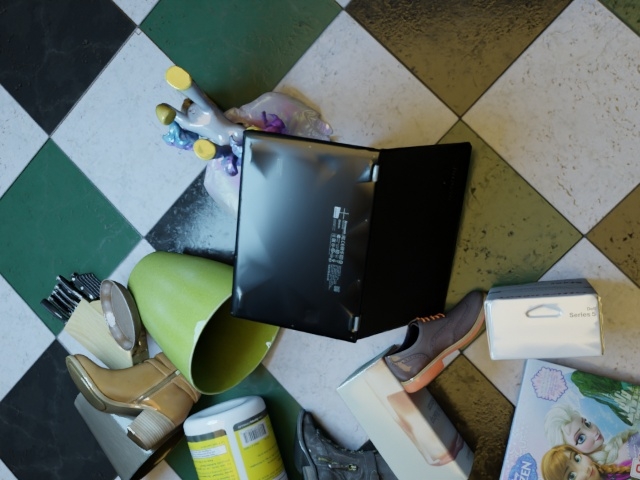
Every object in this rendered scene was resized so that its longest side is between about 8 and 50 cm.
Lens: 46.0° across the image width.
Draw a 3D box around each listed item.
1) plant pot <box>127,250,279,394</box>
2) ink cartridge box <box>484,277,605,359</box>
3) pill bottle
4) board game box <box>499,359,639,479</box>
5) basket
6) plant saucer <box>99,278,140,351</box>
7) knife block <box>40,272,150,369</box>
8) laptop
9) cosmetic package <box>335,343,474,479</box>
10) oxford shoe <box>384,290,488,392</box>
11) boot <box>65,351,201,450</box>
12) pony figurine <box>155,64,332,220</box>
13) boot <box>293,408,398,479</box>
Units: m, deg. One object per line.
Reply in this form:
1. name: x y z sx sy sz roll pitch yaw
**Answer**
1. plant pot: -0.279 0.145 1.664 0.293 0.275 0.274 30 101 31
2. ink cartridge box: 0.424 0.146 1.444 0.198 0.273 0.114 -5 92 16
3. pill bottle: -0.170 0.529 1.671 0.188 0.188 0.334 -17 88 15
4. board game box: 0.529 0.424 1.478 0.318 0.066 0.318 13 73 14
5. basket: -0.454 0.424 1.767 0.227 0.154 0.204 43 94 13
6. plant saucer: -0.442 0.163 1.678 0.168 0.029 0.168 25 124 45
7. knife block: -0.548 0.209 1.809 0.242 0.088 0.275 -9 91 16
8. laptop: 0.061 -0.021 1.504 0.408 0.236 0.382 10 108 12
9. cosmetic package: 0.181 0.384 1.587 0.129 0.153 0.296 -37 85 15
10. oxford shoe: 0.241 0.181 1.532 0.271 0.097 0.098 -43 96 -25
11. boot: -0.404 0.302 1.694 0.283 0.220 0.109 38 146 8
12. pony figurine: -0.184 -0.220 1.588 0.351 0.363 0.303 37 94 -5
13. boot: 0.064 0.475 1.639 0.229 0.263 0.091 -1 129 -12
